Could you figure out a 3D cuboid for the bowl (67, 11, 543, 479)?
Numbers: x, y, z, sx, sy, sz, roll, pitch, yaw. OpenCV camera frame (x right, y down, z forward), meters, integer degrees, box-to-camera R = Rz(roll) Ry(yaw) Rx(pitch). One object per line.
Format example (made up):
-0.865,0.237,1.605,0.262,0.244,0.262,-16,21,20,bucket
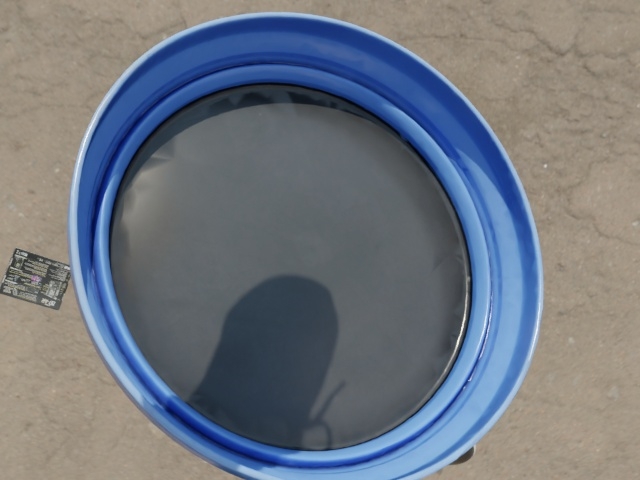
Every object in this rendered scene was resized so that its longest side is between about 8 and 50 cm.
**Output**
0.000,0.000,0.529,0.391,0.077,0.391,8,68,-20,bowl

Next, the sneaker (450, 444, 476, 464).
0.101,0.231,0.739,0.084,0.235,0.097,-38,35,23,sneaker

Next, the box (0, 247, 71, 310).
-0.398,0.055,0.906,0.083,0.018,0.067,22,75,-28,box
